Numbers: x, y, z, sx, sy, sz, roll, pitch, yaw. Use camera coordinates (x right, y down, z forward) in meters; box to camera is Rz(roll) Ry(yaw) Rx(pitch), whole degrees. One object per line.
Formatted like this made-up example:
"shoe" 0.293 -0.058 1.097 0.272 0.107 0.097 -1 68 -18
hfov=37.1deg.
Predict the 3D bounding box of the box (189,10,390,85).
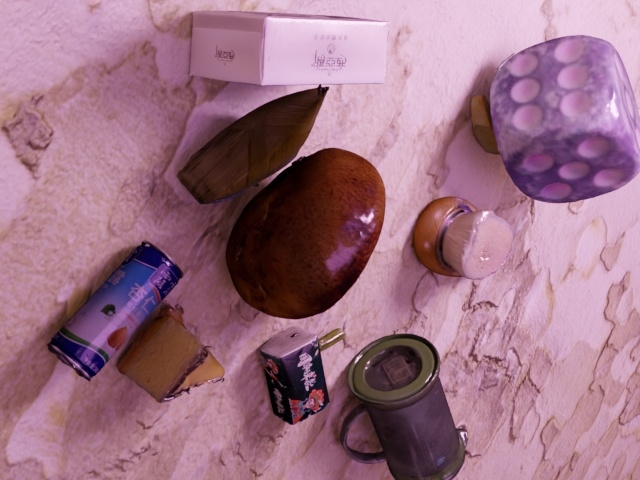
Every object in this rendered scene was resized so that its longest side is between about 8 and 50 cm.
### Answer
"box" -0.051 -0.324 1.608 0.274 0.203 0.116 -9 109 -41

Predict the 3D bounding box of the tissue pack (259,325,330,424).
"tissue pack" -0.051 0.267 1.886 0.103 0.090 0.170 -28 121 -30

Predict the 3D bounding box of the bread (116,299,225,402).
"bread" -0.259 0.208 1.646 0.152 0.147 0.127 -42 141 -16

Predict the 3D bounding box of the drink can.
"drink can" -0.337 0.115 1.571 0.235 0.097 0.097 -49 131 -18

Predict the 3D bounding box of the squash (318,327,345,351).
"squash" 0.012 0.209 1.968 0.083 0.027 0.027 -27 121 -34

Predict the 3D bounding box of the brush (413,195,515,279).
"brush" 0.341 0.013 2.110 0.267 0.166 0.174 26 86 -46

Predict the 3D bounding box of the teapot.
"teapot" 0.175 0.401 2.086 0.270 0.200 0.337 -25 125 -4

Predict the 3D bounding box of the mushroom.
"mushroom" 0.000 0.000 1.690 0.260 0.345 0.345 34 80 -28

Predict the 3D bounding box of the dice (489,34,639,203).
"dice" 0.534 -0.259 2.061 0.271 0.270 0.270 44 40 -47

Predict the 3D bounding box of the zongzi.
"zongzi" -0.108 -0.161 1.589 0.228 0.256 0.115 -33 91 -26

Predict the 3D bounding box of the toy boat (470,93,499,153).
"toy boat" 0.375 -0.252 2.123 0.172 0.065 0.066 54 45 -40
